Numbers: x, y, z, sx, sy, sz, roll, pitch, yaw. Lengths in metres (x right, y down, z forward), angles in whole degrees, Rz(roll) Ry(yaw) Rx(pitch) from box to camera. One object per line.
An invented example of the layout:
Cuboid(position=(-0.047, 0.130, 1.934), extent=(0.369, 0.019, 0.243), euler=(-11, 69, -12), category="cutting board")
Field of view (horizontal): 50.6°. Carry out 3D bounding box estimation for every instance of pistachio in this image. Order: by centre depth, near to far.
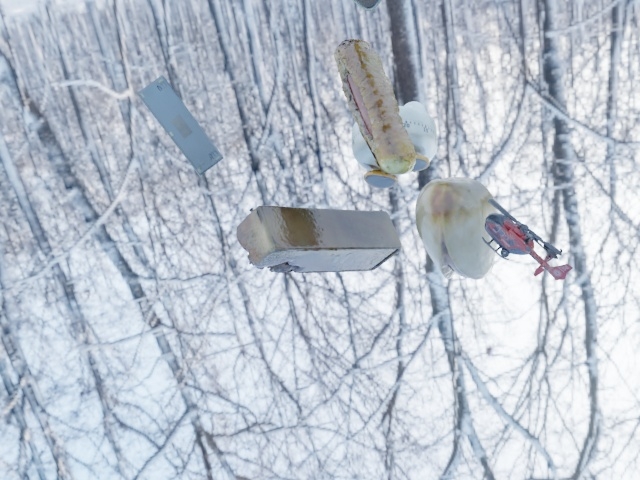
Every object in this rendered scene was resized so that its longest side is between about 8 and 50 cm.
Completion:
Cuboid(position=(0.227, -0.018, 1.114), extent=(0.144, 0.215, 0.144), euler=(-16, -141, 14), category="pistachio")

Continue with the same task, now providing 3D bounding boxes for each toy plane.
Cuboid(position=(0.272, 0.003, 0.913), extent=(0.145, 0.060, 0.037), euler=(43, -128, 8), category="toy plane")

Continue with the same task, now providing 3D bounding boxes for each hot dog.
Cuboid(position=(0.094, -0.238, 1.165), extent=(0.083, 0.068, 0.288), euler=(-10, -119, -17), category="hot dog")

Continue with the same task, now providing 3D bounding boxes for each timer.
Cuboid(position=(0.200, -0.286, 1.822), extent=(0.234, 0.240, 0.233), euler=(0, 160, 0), category="timer")

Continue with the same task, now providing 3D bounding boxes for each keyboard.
Cuboid(position=(-0.243, -0.199, 1.182), extent=(0.055, 0.176, 0.014), euler=(-41, -161, -15), category="keyboard")

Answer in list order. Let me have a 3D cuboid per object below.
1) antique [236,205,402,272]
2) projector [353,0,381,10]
Cuboid(position=(0.000, 0.000, 1.181), extent=(0.310, 0.087, 0.093), euler=(0, 151, -43), category="antique")
Cuboid(position=(0.094, -0.499, 1.304), extent=(0.083, 0.083, 0.082), euler=(-47, -170, 26), category="projector")
